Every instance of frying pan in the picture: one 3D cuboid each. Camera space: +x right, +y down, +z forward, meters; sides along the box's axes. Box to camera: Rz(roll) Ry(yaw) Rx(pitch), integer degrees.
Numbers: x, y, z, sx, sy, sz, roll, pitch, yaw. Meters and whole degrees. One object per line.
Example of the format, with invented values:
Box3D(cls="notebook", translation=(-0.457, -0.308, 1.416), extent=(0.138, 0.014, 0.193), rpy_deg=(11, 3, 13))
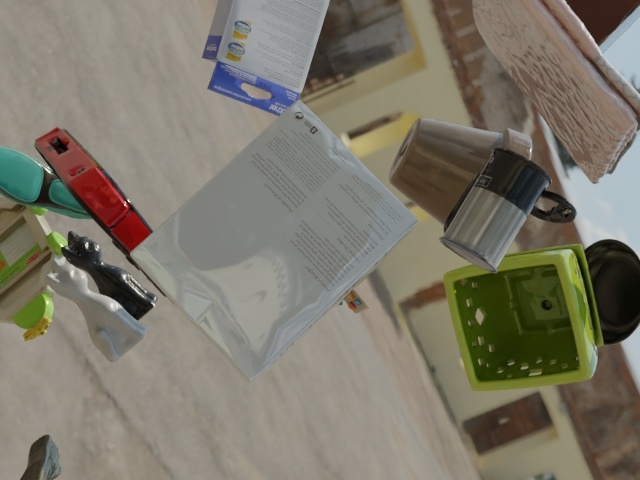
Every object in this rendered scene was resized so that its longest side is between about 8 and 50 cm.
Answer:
Box3D(cls="frying pan", translation=(0.573, 0.082, 1.868), extent=(0.326, 0.053, 0.197), rpy_deg=(-23, -113, 56))

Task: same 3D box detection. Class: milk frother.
Box3D(cls="milk frother", translation=(0.238, -0.021, 1.291), extent=(0.143, 0.134, 0.129), rpy_deg=(32, -4, -2))

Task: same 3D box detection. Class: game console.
Box3D(cls="game console", translation=(-0.281, -0.002, 1.541), extent=(0.342, 0.060, 0.386), rpy_deg=(56, -9, -28))

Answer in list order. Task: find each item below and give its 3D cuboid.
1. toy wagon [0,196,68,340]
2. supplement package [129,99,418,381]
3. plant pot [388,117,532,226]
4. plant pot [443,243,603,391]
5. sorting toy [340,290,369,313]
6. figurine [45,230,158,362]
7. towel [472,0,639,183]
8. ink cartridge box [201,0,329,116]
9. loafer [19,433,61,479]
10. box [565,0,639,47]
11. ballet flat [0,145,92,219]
Box3D(cls="toy wagon", translation=(-0.640, 0.071, 2.148), extent=(0.344, 0.267, 0.068), rpy_deg=(54, 7, 26))
Box3D(cls="supplement package", translation=(-0.056, 0.012, 1.238), extent=(0.199, 0.263, 0.198), rpy_deg=(46, -10, 5))
Box3D(cls="plant pot", translation=(0.272, -0.140, 2.111), extent=(0.229, 0.263, 0.263), rpy_deg=(25, 12, -5))
Box3D(cls="plant pot", translation=(0.378, 0.126, 1.851), extent=(0.207, 0.227, 0.228), rpy_deg=(-22, 99, -60))
Box3D(cls="sorting toy", translation=(0.051, 0.111, 1.892), extent=(0.062, 0.012, 0.083), rpy_deg=(46, -27, -4))
Box3D(cls="figurine", translation=(-0.411, 0.094, 1.896), extent=(0.209, 0.092, 0.215), rpy_deg=(50, 13, -17))
Box3D(cls="towel", translation=(0.299, -0.236, 1.343), extent=(0.317, 0.053, 0.332), rpy_deg=(55, 2, 10))
Box3D(cls="ink cartridge box", translation=(-0.085, -0.377, 1.746), extent=(0.186, 0.311, 0.065), rpy_deg=(16, -1, -38))
Box3D(cls="loafer", translation=(-0.444, 0.373, 1.661), extent=(0.050, 0.056, 0.148), rpy_deg=(48, 20, -25))
Box3D(cls="box", translation=(0.484, -0.438, 1.851), extent=(0.167, 0.168, 0.203), rpy_deg=(47, 26, 8))
Box3D(cls="ballet flat", translation=(-0.481, -0.090, 1.748), extent=(0.247, 0.087, 0.083), rpy_deg=(22, 73, -37))
